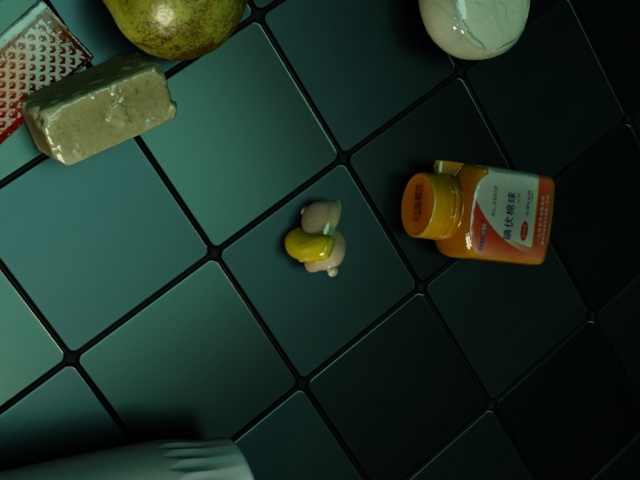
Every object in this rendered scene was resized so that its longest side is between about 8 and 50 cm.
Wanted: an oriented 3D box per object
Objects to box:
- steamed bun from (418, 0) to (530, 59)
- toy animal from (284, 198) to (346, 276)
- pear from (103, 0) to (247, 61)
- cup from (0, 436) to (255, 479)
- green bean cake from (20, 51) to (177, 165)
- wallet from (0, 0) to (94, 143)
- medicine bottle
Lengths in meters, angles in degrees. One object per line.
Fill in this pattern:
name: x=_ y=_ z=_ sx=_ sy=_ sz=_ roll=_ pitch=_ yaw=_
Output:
steamed bun: x=0.225 y=-0.389 z=1.460 sx=0.177 sy=0.131 sz=0.228 roll=-1 pitch=94 yaw=-34
toy animal: x=0.000 y=0.000 z=1.434 sx=0.082 sy=0.091 sz=0.114 roll=37 pitch=49 yaw=-39
pear: x=-0.184 y=-0.337 z=1.246 sx=0.197 sy=0.197 sz=0.197 roll=-2 pitch=95 yaw=-24
cup: x=-0.275 y=0.399 z=1.250 sx=0.371 sy=0.253 sz=0.253 roll=-9 pitch=98 yaw=-26
green bean cake: x=-0.291 y=-0.175 z=1.256 sx=0.179 sy=0.109 sz=0.085 roll=-27 pitch=122 yaw=-20
wallet: x=-0.403 y=-0.215 z=1.260 sx=0.196 sy=0.020 sz=0.103 roll=-47 pitch=114 yaw=-14
medicine bottle: x=0.248 y=-0.044 z=1.511 sx=0.222 sy=0.112 sz=0.149 roll=6 pitch=92 yaw=-24
